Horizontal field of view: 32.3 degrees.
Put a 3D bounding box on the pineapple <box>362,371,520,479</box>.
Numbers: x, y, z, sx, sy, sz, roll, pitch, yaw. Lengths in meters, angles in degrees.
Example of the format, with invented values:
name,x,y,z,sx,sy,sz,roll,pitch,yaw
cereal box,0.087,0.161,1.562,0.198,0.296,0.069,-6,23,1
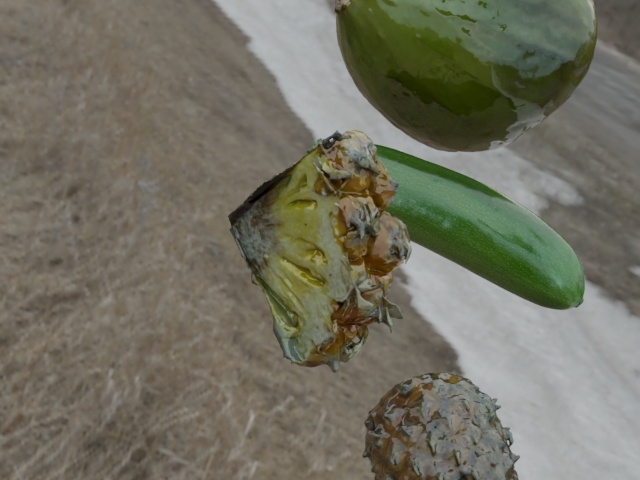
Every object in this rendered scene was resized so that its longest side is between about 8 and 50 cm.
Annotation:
name,x,y,z,sx,sy,sz,roll,pitch,yaw
pineapple,0.152,0.277,1.036,0.170,0.141,0.310,-1,50,-27

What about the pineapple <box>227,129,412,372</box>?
name,x,y,z,sx,sy,sz,roll,pitch,yaw
pineapple,0.000,0.000,1.049,0.186,0.236,0.114,16,24,35

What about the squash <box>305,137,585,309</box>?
name,x,y,z,sx,sy,sz,roll,pitch,yaw
squash,0.152,-0.034,1.366,0.395,0.107,0.107,27,22,19

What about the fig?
name,x,y,z,sx,sy,sz,roll,pitch,yaw
fig,0.183,-0.290,1.494,0.343,0.343,0.343,19,22,-8
